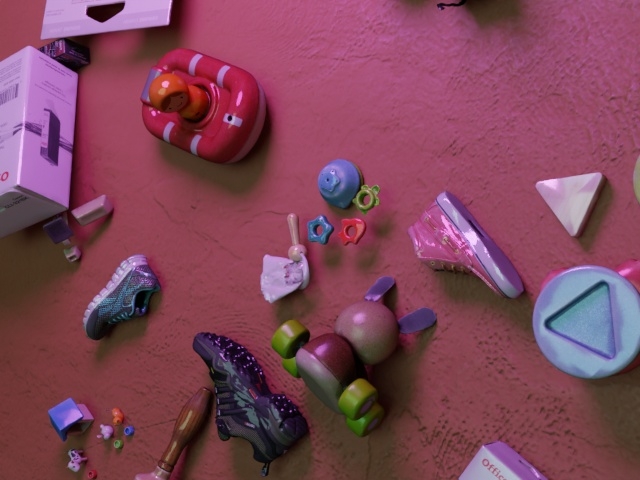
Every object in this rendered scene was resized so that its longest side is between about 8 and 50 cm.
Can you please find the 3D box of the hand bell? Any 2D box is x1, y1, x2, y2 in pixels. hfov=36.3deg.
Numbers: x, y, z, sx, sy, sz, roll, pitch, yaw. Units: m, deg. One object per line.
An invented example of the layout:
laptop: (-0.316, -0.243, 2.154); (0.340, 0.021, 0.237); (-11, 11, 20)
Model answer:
hand bell: (-0.227, 0.332, 1.474); (0.126, 0.126, 0.242); (27, 85, 31)

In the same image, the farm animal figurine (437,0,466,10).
farm animal figurine: (0.227, -0.451, 1.249); (0.330, 0.172, 0.326); (35, 114, 22)

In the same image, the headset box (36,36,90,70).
headset box: (-0.445, -0.319, 1.690); (0.083, 0.062, 0.032); (-14, 74, 28)

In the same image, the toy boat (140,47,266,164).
toy boat: (-0.197, -0.210, 1.474); (0.231, 0.151, 0.151); (25, 98, 31)

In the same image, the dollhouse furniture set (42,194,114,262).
dollhouse furniture set: (-0.400, -0.037, 1.654); (0.114, 0.091, 0.081); (-27, 38, 0)

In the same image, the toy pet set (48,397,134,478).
toy pet set: (-0.383, 0.309, 1.575); (0.122, 0.065, 0.114); (-51, 62, 16)

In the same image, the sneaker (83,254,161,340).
sneaker: (-0.317, 0.105, 1.563); (0.076, 0.065, 0.166); (44, 108, 24)

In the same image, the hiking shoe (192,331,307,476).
hiking shoe: (-0.128, 0.232, 1.416); (0.227, 0.086, 0.114); (45, 104, 26)

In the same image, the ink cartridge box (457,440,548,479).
ink cartridge box: (0.211, 0.340, 1.210); (0.109, 0.063, 0.150); (40, 105, 29)

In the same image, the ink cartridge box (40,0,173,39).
ink cartridge box: (-0.331, -0.464, 1.635); (0.296, 0.066, 0.261); (2, 84, 32)

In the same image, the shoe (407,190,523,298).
shoe: (0.185, 0.024, 1.268); (0.081, 0.063, 0.178); (-46, 58, 20)

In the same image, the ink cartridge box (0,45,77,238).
ink cartridge box: (-0.523, -0.159, 1.651); (0.197, 0.114, 0.272); (-19, 60, 31)

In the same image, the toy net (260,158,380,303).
toy net: (0.000, 0.000, 1.394); (0.122, 0.045, 0.232); (38, 105, 27)

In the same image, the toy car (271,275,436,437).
toy car: (0.058, 0.137, 1.316); (0.155, 0.149, 0.188); (39, 76, 25)

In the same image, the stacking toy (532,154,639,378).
stacking toy: (0.373, 0.011, 1.113); (0.309, 0.130, 0.279); (-19, 75, 28)
